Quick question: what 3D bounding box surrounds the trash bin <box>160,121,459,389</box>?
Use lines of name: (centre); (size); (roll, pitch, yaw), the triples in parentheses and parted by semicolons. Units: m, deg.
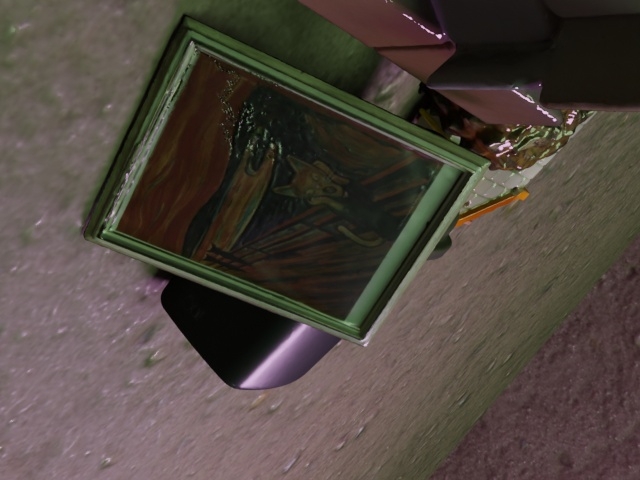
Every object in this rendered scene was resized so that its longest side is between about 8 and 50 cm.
trash bin: (0.000, 0.000, 0.959); (0.290, 0.182, 0.209); (-49, 162, 17)

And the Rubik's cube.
Rubik's cube: (0.186, -0.253, 0.673); (0.387, 0.358, 0.368); (-45, 124, -24)

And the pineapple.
pineapple: (0.172, -0.167, 0.970); (0.166, 0.193, 0.166); (-26, 152, -15)

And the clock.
clock: (0.209, -0.138, 1.181); (0.255, 0.106, 0.219); (-47, 146, 19)

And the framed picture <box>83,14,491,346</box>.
framed picture: (-0.029, -0.031, 0.800); (0.216, 0.273, 0.016); (-60, -162, 27)
